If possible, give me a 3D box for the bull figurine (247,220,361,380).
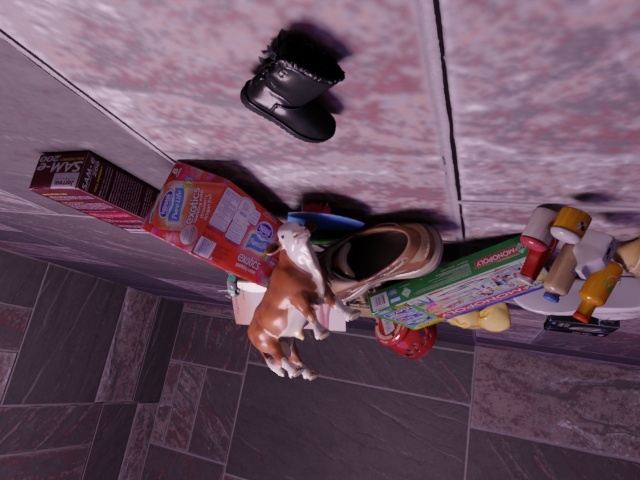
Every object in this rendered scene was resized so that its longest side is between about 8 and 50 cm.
[{"bbox_3d":[-0.042,0.114,0.802,0.101,0.188,0.310,-13,141,-39],"label":"bull figurine"}]

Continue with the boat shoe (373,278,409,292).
[{"bbox_3d":[0.189,0.080,1.033,0.130,0.133,0.355,-20,153,11],"label":"boat shoe"}]

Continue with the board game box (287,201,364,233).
[{"bbox_3d":[0.008,-0.045,0.820,0.133,0.033,0.169,7,171,-4],"label":"board game box"}]

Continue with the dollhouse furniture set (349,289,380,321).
[{"bbox_3d":[0.106,0.178,1.523,0.181,0.101,0.161,-2,136,39],"label":"dollhouse furniture set"}]

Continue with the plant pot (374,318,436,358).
[{"bbox_3d":[0.319,0.338,1.726,0.174,0.191,0.191,30,157,-32],"label":"plant pot"}]

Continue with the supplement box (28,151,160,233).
[{"bbox_3d":[-0.400,-0.082,0.869,0.130,0.073,0.239,2,164,24],"label":"supplement box"}]

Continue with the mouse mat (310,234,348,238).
[{"bbox_3d":[0.000,0.000,0.949,0.152,0.007,0.189,0,175,-33],"label":"mouse mat"}]

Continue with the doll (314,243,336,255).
[{"bbox_3d":[0.033,0.037,1.071,0.128,0.046,0.189,3,172,-9],"label":"doll"}]

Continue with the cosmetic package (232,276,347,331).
[{"bbox_3d":[-0.072,0.138,1.191,0.295,0.129,0.153,1,119,7],"label":"cosmetic package"}]

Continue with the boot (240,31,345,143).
[{"bbox_3d":[-0.013,-0.145,0.444,0.121,0.045,0.099,20,159,-29],"label":"boot"}]

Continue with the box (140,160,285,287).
[{"bbox_3d":[-0.166,-0.017,0.802,0.122,0.128,0.257,23,172,27],"label":"box"}]

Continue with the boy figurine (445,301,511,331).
[{"bbox_3d":[0.453,0.234,1.431,0.177,0.092,0.285,23,160,-39],"label":"boy figurine"}]

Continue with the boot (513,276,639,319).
[{"bbox_3d":[0.557,0.133,0.971,0.258,0.095,0.123,0,155,31],"label":"boot"}]

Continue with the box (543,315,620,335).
[{"bbox_3d":[0.658,0.190,1.152,0.147,0.078,0.180,3,163,22],"label":"box"}]

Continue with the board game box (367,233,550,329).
[{"bbox_3d":[0.283,0.097,0.903,0.317,0.046,0.213,-26,148,27],"label":"board game box"}]

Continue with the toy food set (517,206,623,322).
[{"bbox_3d":[0.362,0.037,0.676,0.111,0.105,0.232,27,178,45],"label":"toy food set"}]

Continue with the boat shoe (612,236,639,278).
[{"bbox_3d":[0.496,0.028,0.705,0.072,0.068,0.190,19,171,37],"label":"boat shoe"}]

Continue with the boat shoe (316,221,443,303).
[{"bbox_3d":[0.059,0.038,0.838,0.324,0.123,0.116,-26,157,33],"label":"boat shoe"}]

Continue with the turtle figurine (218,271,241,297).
[{"bbox_3d":[-0.189,0.046,1.076,0.234,0.175,0.118,-4,138,17],"label":"turtle figurine"}]

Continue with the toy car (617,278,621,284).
[{"bbox_3d":[0.600,0.070,0.822,0.060,0.041,0.122,16,164,-19],"label":"toy car"}]
